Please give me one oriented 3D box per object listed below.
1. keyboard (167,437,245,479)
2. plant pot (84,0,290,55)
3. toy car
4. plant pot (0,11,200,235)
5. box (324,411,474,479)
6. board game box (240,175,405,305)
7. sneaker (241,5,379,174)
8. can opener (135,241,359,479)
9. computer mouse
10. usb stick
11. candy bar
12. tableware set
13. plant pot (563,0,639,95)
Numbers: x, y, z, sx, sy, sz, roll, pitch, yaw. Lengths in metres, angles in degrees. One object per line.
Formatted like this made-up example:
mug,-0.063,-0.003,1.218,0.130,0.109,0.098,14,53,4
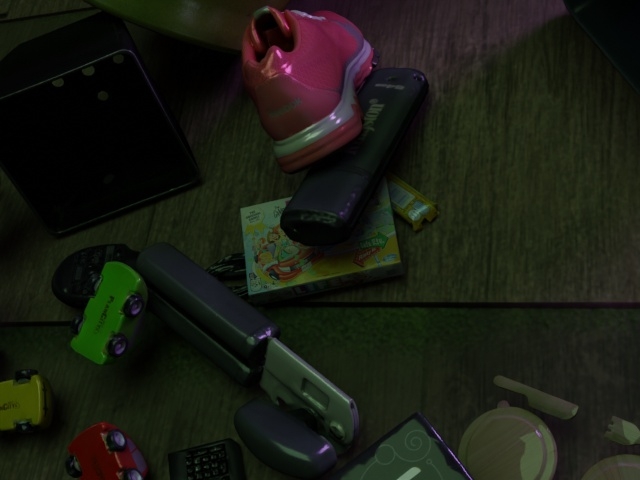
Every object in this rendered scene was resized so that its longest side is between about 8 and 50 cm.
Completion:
keyboard,-0.109,0.269,0.890,0.100,0.038,0.192,-18,53,6
plant pot,-0.121,-0.407,1.117,0.366,0.366,0.352,31,108,32
toy car,-0.218,0.130,0.972,0.239,0.053,0.224,24,91,29
plant pot,-0.263,-0.151,1.135,0.188,0.188,0.167,-21,43,5
box,0.025,0.284,0.753,0.270,0.143,0.165,-36,62,-3
board game box,0.000,0.000,1.012,0.154,0.026,0.103,-13,59,7
sneaker,-0.017,-0.199,1.053,0.116,0.136,0.313,-26,27,16
can opener,-0.084,0.109,0.931,0.283,0.076,0.095,35,45,25
computer mouse,-0.166,0.042,1.063,0.242,0.041,0.071,0,58,10
usb stick,0.040,-0.092,1.022,0.077,0.045,0.278,1,39,27
candy bar,0.059,-0.062,1.061,0.040,0.018,0.161,-46,56,-9
tableware set,0.205,0.201,0.830,0.194,0.039,0.128,20,78,34
plant pot,0.368,-0.290,0.940,0.252,0.248,0.247,-32,53,9
